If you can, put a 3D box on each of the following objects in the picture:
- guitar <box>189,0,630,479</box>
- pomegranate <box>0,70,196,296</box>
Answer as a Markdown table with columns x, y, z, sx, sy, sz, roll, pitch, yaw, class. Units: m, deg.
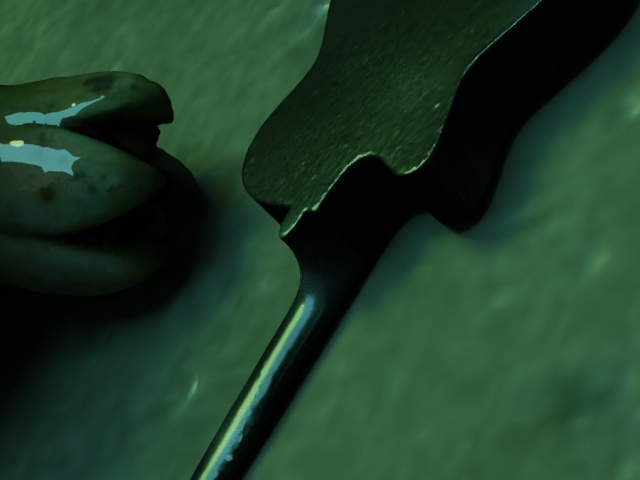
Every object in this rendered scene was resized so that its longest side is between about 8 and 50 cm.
| x | y | z | sx | sy | sz | roll | pitch | yaw | class |
| --- | --- | --- | --- | --- | --- | --- | --- | --- | --- |
| 0.000 | 0.000 | 0.477 | 0.088 | 0.025 | 0.233 | 10 | 62 | 50 | guitar |
| -0.155 | -0.017 | 0.541 | 0.210 | 0.179 | 0.179 | 12 | 63 | 38 | pomegranate |
